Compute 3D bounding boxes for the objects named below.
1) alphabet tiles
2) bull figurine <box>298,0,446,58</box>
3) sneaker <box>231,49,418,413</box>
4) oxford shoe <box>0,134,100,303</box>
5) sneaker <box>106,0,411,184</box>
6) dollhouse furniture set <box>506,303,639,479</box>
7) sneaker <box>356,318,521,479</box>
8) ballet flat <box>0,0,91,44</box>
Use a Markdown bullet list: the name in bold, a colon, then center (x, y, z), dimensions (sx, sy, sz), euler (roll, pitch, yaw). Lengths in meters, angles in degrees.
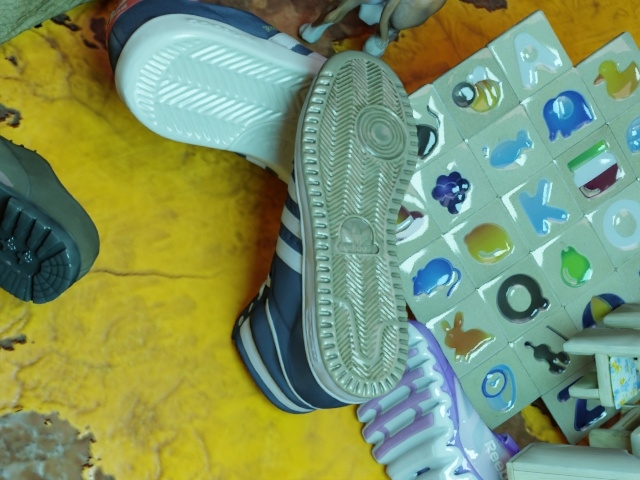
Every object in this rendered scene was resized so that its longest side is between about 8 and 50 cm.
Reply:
- **alphabet tiles**: center (0.200, -0.006, 1.249), dimensions (0.285, 0.011, 0.343), euler (-34, 105, -7)
- **bull figurine**: center (0.103, -0.284, 1.380), dimensions (0.101, 0.188, 0.310), euler (43, 48, -5)
- **sneaker**: center (0.000, 0.000, 1.151), dimensions (0.099, 0.153, 0.282), euler (10, 68, -23)
- **oxford shoe**: center (-0.257, -0.050, 1.087), dimensions (0.227, 0.083, 0.096), euler (45, 26, 0)
- **sneaker**: center (-0.030, -0.121, 1.248), dimensions (0.350, 0.131, 0.148), euler (26, 17, -36)
- **dollhouse furniture set**: center (0.280, 0.182, 1.155), dimensions (0.242, 0.161, 0.212), euler (-24, 109, -51)
- **sneaker**: center (0.112, 0.172, 1.183), dimensions (0.104, 0.095, 0.236), euler (-15, 78, -44)
- **ballet flat**: center (-0.187, -0.267, 1.220), dimensions (0.342, 0.124, 0.116), euler (-35, 88, -42)
